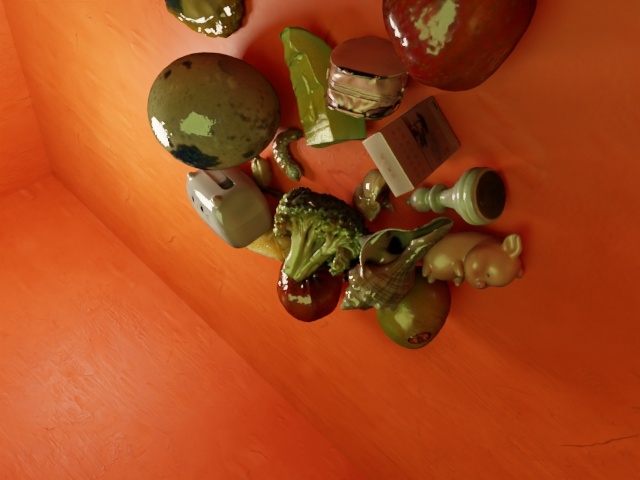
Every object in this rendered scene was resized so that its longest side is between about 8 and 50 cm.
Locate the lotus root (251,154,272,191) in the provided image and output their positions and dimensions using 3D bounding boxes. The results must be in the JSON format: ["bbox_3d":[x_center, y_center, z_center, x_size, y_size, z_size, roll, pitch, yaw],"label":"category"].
[{"bbox_3d":[-0.211,-0.244,1.568,0.072,0.062,0.151,3,130,16],"label":"lotus root"}]

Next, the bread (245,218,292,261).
[{"bbox_3d":[-0.211,-0.016,1.722,0.311,0.121,0.173,18,138,35],"label":"bread"}]

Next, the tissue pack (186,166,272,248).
[{"bbox_3d":[-0.343,-0.151,1.598,0.333,0.229,0.236,40,161,39],"label":"tissue pack"}]

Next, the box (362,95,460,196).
[{"bbox_3d":[0.218,-0.223,1.009,0.067,0.233,0.150,-16,109,53],"label":"box"}]

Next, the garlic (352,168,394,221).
[{"bbox_3d":[0.158,-0.135,1.279,0.124,0.099,0.175,53,144,23],"label":"garlic"}]

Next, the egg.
[{"bbox_3d":[-0.315,-0.385,1.317,0.427,0.345,0.345,6,128,23],"label":"egg"}]

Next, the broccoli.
[{"bbox_3d":[-0.003,0.001,1.325,0.281,0.347,0.293,-56,48,14],"label":"broccoli"}]

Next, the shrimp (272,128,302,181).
[{"bbox_3d":[-0.087,-0.285,1.428,0.161,0.049,0.166,52,136,-3],"label":"shrimp"}]

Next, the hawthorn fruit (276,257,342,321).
[{"bbox_3d":[-0.045,0.187,1.651,0.254,0.254,0.300,37,154,15],"label":"hawthorn fruit"}]

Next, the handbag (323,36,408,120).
[{"bbox_3d":[0.111,-0.382,1.028,0.204,0.179,0.116,21,145,19],"label":"handbag"}]

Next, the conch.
[{"bbox_3d":[0.183,0.061,1.171,0.203,0.169,0.386,42,101,-1],"label":"conch"}]

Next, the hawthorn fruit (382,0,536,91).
[{"bbox_3d":[0.250,-0.429,0.780,0.275,0.275,0.300,44,133,5],"label":"hawthorn fruit"}]

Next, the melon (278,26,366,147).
[{"bbox_3d":[-0.003,-0.408,1.165,0.196,0.124,0.324,-2,114,40],"label":"melon"}]

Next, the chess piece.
[{"bbox_3d":[0.324,-0.108,1.121,0.271,0.139,0.139,3,125,58],"label":"chess piece"}]

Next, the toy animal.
[{"bbox_3d":[0.398,0.050,1.146,0.250,0.154,0.166,7,167,28],"label":"toy animal"}]

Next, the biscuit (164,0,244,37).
[{"bbox_3d":[-0.360,-0.758,1.248,0.329,0.078,0.335,19,137,28],"label":"biscuit"}]

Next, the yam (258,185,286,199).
[{"bbox_3d":[-0.174,-0.177,1.616,0.145,0.032,0.032,24,137,29],"label":"yam"}]

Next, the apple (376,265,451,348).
[{"bbox_3d":[0.283,0.200,1.317,0.193,0.261,0.261,31,141,10],"label":"apple"}]
